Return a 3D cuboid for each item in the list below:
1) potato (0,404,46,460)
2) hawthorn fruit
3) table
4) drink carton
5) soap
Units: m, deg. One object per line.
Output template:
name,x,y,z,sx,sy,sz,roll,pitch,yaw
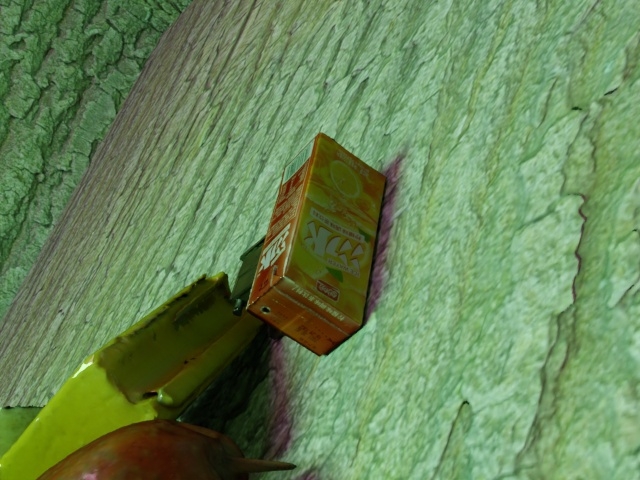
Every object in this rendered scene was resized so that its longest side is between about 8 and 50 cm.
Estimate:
potato,-0.310,0.331,1.226,0.229,0.229,0.266,-45,37,31
hawthorn fruit,-0.139,0.249,0.919,0.262,0.210,0.210,-41,19,-3
table,-0.047,0.046,1.192,0.083,0.070,0.082,-38,26,42
drink carton,0.000,0.000,1.115,0.071,0.096,0.223,-42,23,37
soap,-0.184,0.155,1.152,0.204,0.096,0.324,-47,-2,19
